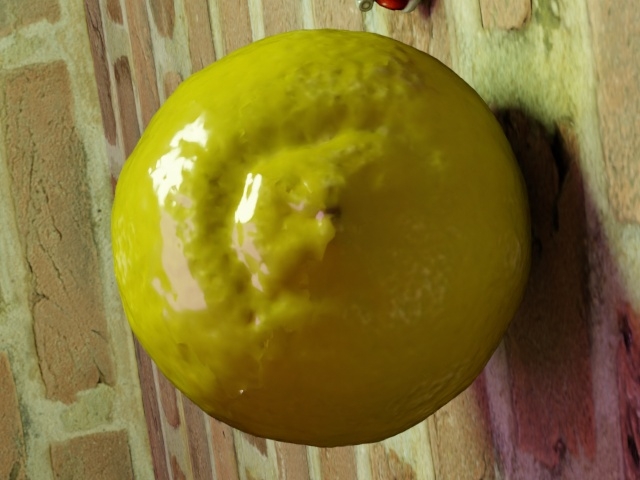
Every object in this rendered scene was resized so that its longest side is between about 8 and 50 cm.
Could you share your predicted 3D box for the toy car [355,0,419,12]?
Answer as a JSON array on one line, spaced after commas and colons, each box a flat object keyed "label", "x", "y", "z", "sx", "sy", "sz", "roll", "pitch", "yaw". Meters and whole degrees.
[{"label": "toy car", "x": 0.025, "y": -0.262, "z": 1.338, "sx": 0.112, "sy": 0.112, "sz": 0.139, "roll": 97, "pitch": 155, "yaw": -45}]

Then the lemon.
[{"label": "lemon", "x": 0.000, "y": 0.000, "z": 1.217, "sx": 0.348, "sy": 0.348, "sz": 0.348, "roll": 170, "pitch": 90, "yaw": -73}]
